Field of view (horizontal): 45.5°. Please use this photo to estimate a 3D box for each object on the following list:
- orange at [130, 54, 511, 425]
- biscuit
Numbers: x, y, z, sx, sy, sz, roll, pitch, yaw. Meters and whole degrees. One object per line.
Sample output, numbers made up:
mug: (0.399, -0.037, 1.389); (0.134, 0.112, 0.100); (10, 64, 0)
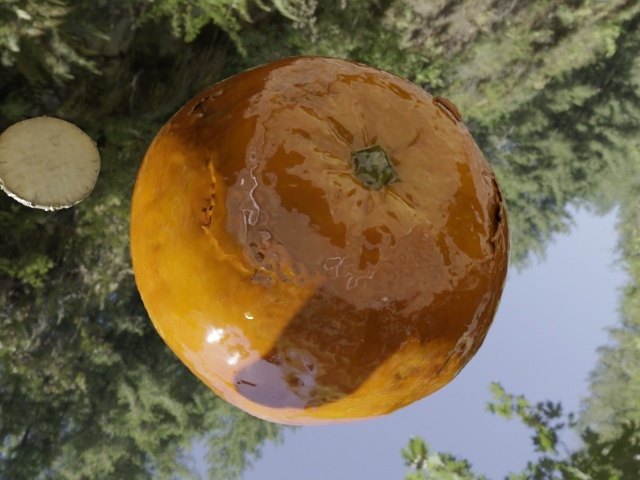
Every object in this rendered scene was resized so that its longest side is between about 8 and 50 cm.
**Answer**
orange: (0.000, 0.000, 0.576); (0.283, 0.226, 0.284); (8, -124, -13)
biscuit: (-0.386, -0.111, 1.080); (0.152, 0.020, 0.152); (11, -118, -22)
